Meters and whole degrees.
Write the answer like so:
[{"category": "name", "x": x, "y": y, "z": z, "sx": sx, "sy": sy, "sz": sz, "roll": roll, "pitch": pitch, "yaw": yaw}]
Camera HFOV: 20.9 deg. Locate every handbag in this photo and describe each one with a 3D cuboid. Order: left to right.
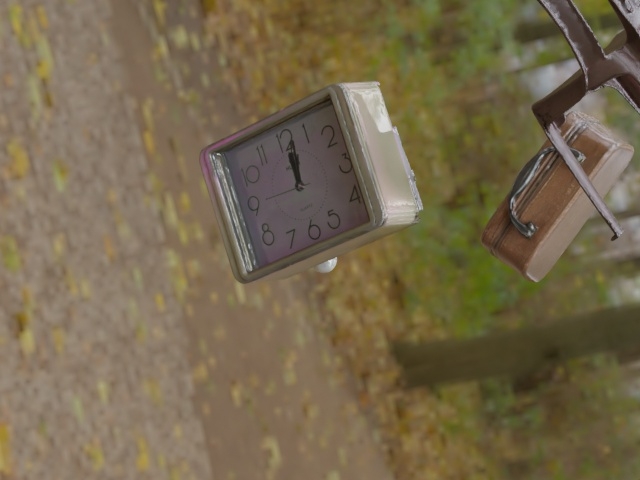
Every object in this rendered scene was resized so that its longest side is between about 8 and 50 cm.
[{"category": "handbag", "x": 0.260, "y": -0.048, "z": 1.931, "sx": 0.072, "sy": 0.193, "sz": 0.151, "roll": 39, "pitch": 10, "yaw": 16}]

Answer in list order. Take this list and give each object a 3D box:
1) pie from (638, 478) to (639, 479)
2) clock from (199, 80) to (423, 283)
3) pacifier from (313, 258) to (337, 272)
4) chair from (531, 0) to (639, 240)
[{"category": "pie", "x": 0.404, "y": 0.354, "z": 1.351, "sx": 0.180, "sy": 0.418, "sz": 0.395, "roll": 73, "pitch": 35, "yaw": -57}, {"category": "clock", "x": -0.013, "y": -0.055, "z": 1.645, "sx": 0.071, "sy": 0.192, "sz": 0.147, "roll": -6, "pitch": 77, "yaw": -53}, {"category": "pacifier", "x": 0.000, "y": 0.000, "z": 1.806, "sx": 0.081, "sy": 0.099, "sz": 0.078, "roll": -130, "pitch": -152, "yaw": -60}, {"category": "chair", "x": 0.275, "y": -0.195, "z": 1.687, "sx": 0.326, "sy": 0.175, "sz": 0.183, "roll": 52, "pitch": -33, "yaw": 0}]
